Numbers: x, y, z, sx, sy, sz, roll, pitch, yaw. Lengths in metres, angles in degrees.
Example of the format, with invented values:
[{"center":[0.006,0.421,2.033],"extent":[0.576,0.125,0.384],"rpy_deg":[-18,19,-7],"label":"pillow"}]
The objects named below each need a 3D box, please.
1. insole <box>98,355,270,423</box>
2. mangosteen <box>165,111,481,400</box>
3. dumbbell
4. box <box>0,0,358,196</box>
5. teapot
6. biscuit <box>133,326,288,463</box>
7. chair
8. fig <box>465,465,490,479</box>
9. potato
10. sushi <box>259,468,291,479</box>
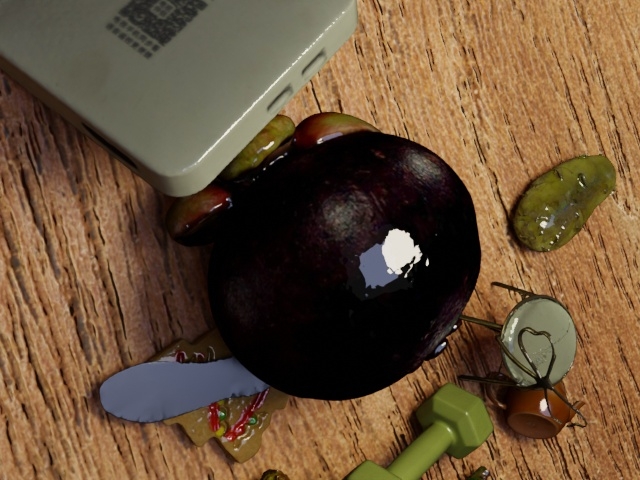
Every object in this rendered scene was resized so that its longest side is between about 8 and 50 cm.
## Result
[{"center":[-0.183,0.204,1.318],"extent":[0.253,0.005,0.086],"rpy_deg":[-7,95,-20],"label":"insole"},{"center":[0.000,0.000,1.255],"extent":[0.435,0.382,0.382],"rpy_deg":[45,73,-6],"label":"mangosteen"},{"center":[0.143,0.332,1.412],"extent":[0.108,0.121,0.302],"rpy_deg":[48,46,10],"label":"dumbbell"},{"center":[-0.187,-0.280,1.207],"extent":[0.367,0.090,0.373],"rpy_deg":[38,72,15],"label":"box"},{"center":[0.360,0.264,1.572],"extent":[0.173,0.116,0.116],"rpy_deg":[19,82,2],"label":"teapot"},{"center":[-0.155,0.212,1.353],"extent":[0.239,0.041,0.212],"rpy_deg":[11,87,-26],"label":"biscuit"},{"center":[0.323,0.161,1.422],"extent":[0.170,0.326,0.159],"rpy_deg":[-24,101,-22],"label":"chair"},{"center":[0.251,0.489,1.497],"extent":[0.195,0.195,0.244],"rpy_deg":[13,50,-25],"label":"fig"},{"center":[0.416,-0.069,1.591],"extent":[0.225,0.090,0.117],"rpy_deg":[-40,107,-18],"label":"potato"},{"center":[-0.059,0.485,1.348],"extent":[0.179,0.167,0.296],"rpy_deg":[1,97,-49],"label":"sushi"}]
